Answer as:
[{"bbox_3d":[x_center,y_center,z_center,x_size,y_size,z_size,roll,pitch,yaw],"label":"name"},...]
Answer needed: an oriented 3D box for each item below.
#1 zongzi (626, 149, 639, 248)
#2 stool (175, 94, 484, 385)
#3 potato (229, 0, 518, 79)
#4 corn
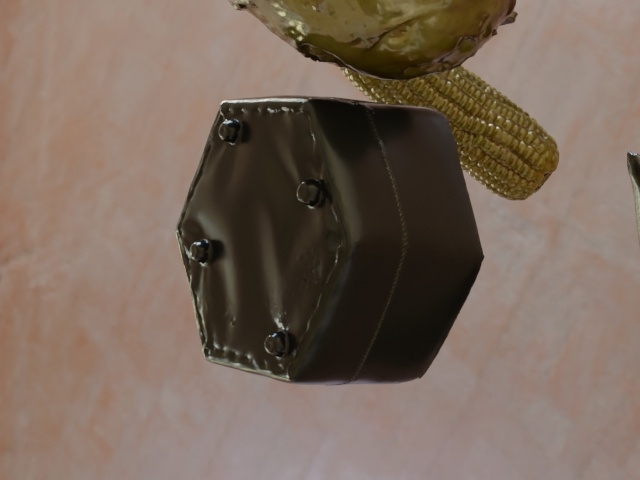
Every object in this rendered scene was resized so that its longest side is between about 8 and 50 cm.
[{"bbox_3d":[0.305,0.197,1.259,0.403,0.432,0.208,-51,9,-22],"label":"zongzi"},{"bbox_3d":[0.000,0.000,1.174,0.232,0.141,0.232,-1,88,53],"label":"stool"},{"bbox_3d":[0.005,-0.216,1.106,0.246,0.300,0.196,-59,-25,-73],"label":"potato"},{"bbox_3d":[0.109,-0.121,1.399,0.080,0.231,0.080,-53,8,10],"label":"corn"}]
